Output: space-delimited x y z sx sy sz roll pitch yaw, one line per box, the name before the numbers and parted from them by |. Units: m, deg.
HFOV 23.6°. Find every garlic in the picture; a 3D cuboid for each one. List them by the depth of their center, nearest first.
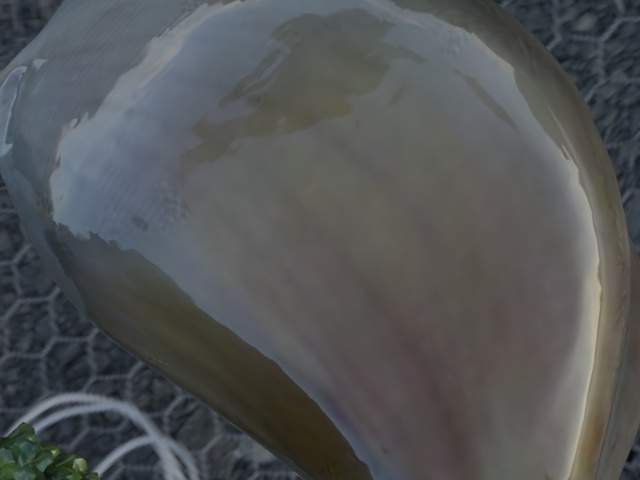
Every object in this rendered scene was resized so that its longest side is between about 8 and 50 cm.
garlic | 0.000 0.000 0.698 0.340 0.231 0.246 27 89 11

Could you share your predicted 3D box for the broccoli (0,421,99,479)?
broccoli | -0.260 0.182 0.689 0.317 0.277 0.338 -15 120 21
